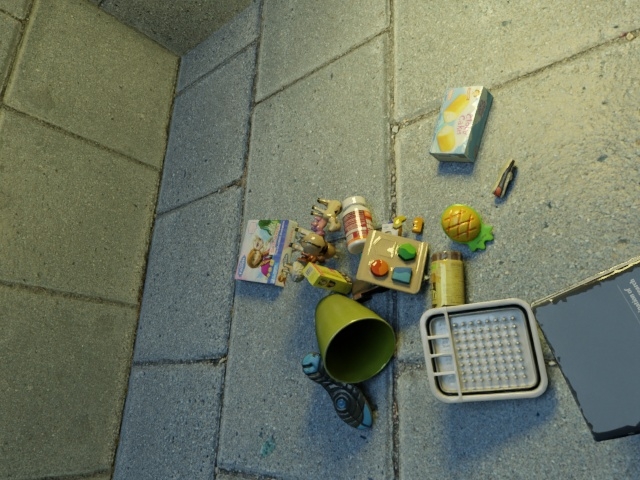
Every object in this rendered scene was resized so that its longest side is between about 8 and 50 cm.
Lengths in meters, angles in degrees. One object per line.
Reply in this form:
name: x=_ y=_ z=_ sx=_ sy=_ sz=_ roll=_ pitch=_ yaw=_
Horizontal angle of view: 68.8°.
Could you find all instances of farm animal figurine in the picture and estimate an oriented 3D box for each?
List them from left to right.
farm animal figurine: x=0.000 y=0.000 z=1.932 sx=0.172 sy=0.327 sz=0.330 roll=20 pitch=105 yaw=14

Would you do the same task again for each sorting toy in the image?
sorting toy: x=0.274 y=0.031 z=1.708 sx=0.229 sy=0.041 sz=0.307 roll=12 pitch=64 yaw=11

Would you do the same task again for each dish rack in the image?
dish rack: x=0.485 y=0.332 z=1.412 sx=0.333 sy=0.072 sz=0.285 roll=-12 pitch=78 yaw=23

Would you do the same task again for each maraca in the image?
maraca: x=0.499 y=-0.045 z=1.600 sx=0.186 sy=0.099 sz=0.127 roll=41 pitch=113 yaw=18

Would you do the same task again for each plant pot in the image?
plant pot: x=0.089 y=0.328 z=1.749 sx=0.275 sy=0.275 sz=0.293 roll=-58 pitch=30 yaw=10

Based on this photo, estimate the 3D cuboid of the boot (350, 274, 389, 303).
boot: x=0.200 y=0.156 z=1.812 sx=0.219 sy=0.082 sz=0.106 roll=-33 pitch=57 yaw=33

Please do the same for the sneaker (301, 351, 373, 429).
sneaker: x=0.081 y=0.550 z=1.758 sx=0.125 sy=0.139 sz=0.341 roll=-46 pitch=67 yaw=8

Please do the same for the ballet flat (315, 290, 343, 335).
ballet flat: x=0.034 y=0.300 z=1.936 sx=0.213 sy=0.072 sz=0.068 roll=-65 pitch=17 yaw=2

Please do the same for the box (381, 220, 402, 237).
box: x=0.278 y=-0.014 z=1.842 sx=0.081 sy=0.028 sz=0.136 roll=-5 pitch=73 yaw=42

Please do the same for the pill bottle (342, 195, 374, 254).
pill bottle: x=0.154 y=-0.063 z=1.910 sx=0.121 sy=0.121 sz=0.221 roll=-28 pitch=57 yaw=33

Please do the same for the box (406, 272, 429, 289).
box: x=0.320 y=0.120 z=1.716 sx=0.094 sy=0.027 sz=0.137 roll=-25 pitch=48 yaw=-11

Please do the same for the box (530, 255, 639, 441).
box: x=0.784 y=0.196 z=0.963 sx=0.472 sy=0.480 sz=0.297 roll=-32 pitch=55 yaw=31

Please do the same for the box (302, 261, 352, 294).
box: x=0.036 y=0.153 z=1.858 sx=0.058 sy=0.232 sz=0.087 roll=-55 pitch=47 yaw=15

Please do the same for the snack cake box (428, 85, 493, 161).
snack cake box: x=0.518 y=-0.428 z=1.729 sx=0.152 sy=0.089 sz=0.264 roll=12 pitch=83 yaw=46

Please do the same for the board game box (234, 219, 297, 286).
board game box: x=-0.272 y=0.056 z=2.305 sx=0.318 sy=0.066 sz=0.318 roll=1 pitch=75 yaw=44

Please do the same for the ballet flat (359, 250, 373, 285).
ballet flat: x=0.203 y=0.098 z=1.789 sx=0.221 sy=0.079 sz=0.077 roll=-103 pitch=9 yaw=-67

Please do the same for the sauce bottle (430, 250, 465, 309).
sauce bottle: x=0.425 y=0.209 z=1.557 sx=0.111 sy=0.111 sz=0.344 roll=-12 pitch=68 yaw=40

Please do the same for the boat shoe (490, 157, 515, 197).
boat shoe: x=0.625 y=-0.211 z=1.580 sx=0.043 sy=0.049 sz=0.137 roll=27 pitch=91 yaw=3
